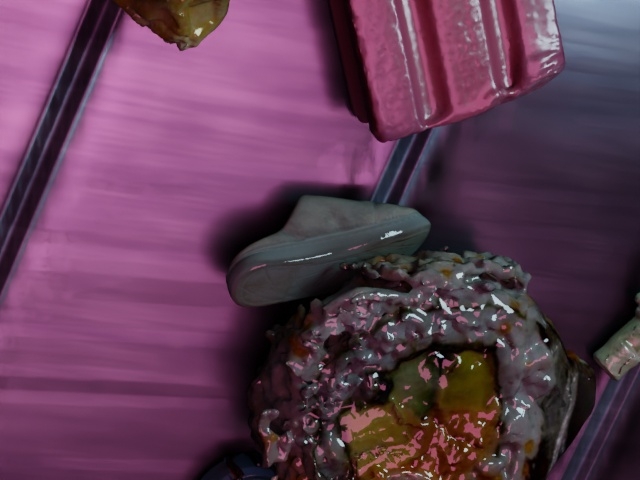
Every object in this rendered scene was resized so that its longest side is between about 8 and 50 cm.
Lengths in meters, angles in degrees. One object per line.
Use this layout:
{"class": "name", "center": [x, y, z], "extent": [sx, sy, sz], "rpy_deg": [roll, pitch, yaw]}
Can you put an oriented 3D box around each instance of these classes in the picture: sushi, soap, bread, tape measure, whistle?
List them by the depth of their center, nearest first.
{"class": "bread", "center": [-0.110, -0.326, 1.587], "extent": [0.152, 0.130, 0.268], "rpy_deg": [45, 109, 13]}
{"class": "soap", "center": [0.119, -0.311, 1.684], "extent": [0.233, 0.128, 0.360], "rpy_deg": [-16, 108, -9]}
{"class": "sushi", "center": [0.105, 0.189, 1.772], "extent": [0.417, 0.176, 0.418], "rpy_deg": [-7, 109, -21]}
{"class": "tape measure", "center": [-0.086, 0.319, 1.828], "extent": [0.125, 0.081, 0.146], "rpy_deg": [-32, 109, -8]}
{"class": "whistle", "center": [0.439, 0.071, 1.908], "extent": [0.258, 0.067, 0.126], "rpy_deg": [-43, 98, 4]}

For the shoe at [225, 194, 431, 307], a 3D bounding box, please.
{"class": "shoe", "center": [0.000, 0.000, 1.764], "extent": [0.251, 0.100, 0.103], "rpy_deg": [-16, 151, -25]}
